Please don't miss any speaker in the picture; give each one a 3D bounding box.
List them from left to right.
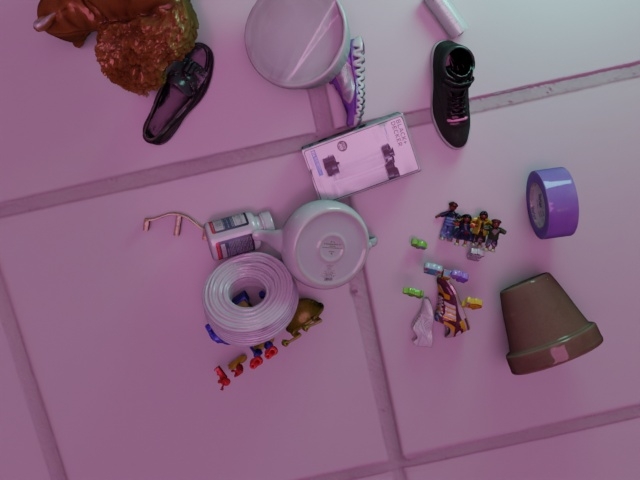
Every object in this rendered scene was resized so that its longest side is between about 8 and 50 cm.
[{"bbox_3d":[0.331,-0.600,1.867,0.055,0.055,0.136,-38,100,6],"label":"speaker"}]

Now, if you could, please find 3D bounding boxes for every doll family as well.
[{"bbox_3d":[0.417,-0.041,1.973,0.192,0.076,0.111,9,106,-1],"label":"doll family"}]

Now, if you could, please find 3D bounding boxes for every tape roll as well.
[{"bbox_3d":[0.622,-0.100,1.908,0.080,0.189,0.189,-8,101,1],"label":"tape roll"}]

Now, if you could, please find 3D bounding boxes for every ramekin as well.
[{"bbox_3d":[-0.046,-0.509,1.802,0.272,0.127,0.273,0,89,18],"label":"ramekin"}]

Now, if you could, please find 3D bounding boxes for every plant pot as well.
[{"bbox_3d":[0.608,0.220,1.963,0.263,0.263,0.229,-24,83,3],"label":"plant pot"}]

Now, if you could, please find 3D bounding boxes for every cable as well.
[{"bbox_3d":[-0.186,0.152,1.882,0.257,0.257,0.089,-13,143,-4],"label":"cable"}]

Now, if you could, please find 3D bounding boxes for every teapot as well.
[{"bbox_3d":[0.000,0.000,1.884,0.252,0.187,0.256,-44,114,-7],"label":"teapot"}]

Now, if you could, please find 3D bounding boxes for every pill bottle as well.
[{"bbox_3d":[-0.219,-0.018,1.935,0.180,0.108,0.108,-15,102,-11],"label":"pill bottle"}]

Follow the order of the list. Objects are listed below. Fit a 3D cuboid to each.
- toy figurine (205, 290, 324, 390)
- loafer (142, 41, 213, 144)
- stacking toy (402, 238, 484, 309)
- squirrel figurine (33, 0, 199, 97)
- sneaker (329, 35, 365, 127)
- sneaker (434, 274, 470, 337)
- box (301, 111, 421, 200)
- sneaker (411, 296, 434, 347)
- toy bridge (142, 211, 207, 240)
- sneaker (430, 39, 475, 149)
[{"bbox_3d":[-0.193,0.215,1.954,0.362,0.191,0.217,-35,95,4],"label":"toy figurine"},{"bbox_3d":[-0.376,-0.382,1.868,0.109,0.095,0.303,31,99,-7],"label":"loafer"},{"bbox_3d":[0.347,0.089,1.964,0.221,0.052,0.167,12,65,-3],"label":"stacking toy"},{"bbox_3d":[-0.505,-0.555,1.736,0.370,0.281,0.397,-22,91,10],"label":"squirrel figurine"},{"bbox_3d":[0.067,-0.419,1.883,0.104,0.095,0.237,-1,97,5],"label":"sneaker"},{"bbox_3d":[0.357,0.192,2.018,0.083,0.069,0.186,-26,100,-2],"label":"sneaker"},{"bbox_3d":[0.109,-0.223,1.919,0.289,0.087,0.169,-19,101,2],"label":"box"},{"bbox_3d":[0.293,0.237,2.034,0.061,0.054,0.152,1,102,1],"label":"sneaker"},{"bbox_3d":[-0.396,-0.044,1.970,0.188,0.026,0.063,9,100,-5],"label":"toy bridge"},{"bbox_3d":[0.352,-0.381,1.866,0.104,0.147,0.296,-9,103,-2],"label":"sneaker"}]
